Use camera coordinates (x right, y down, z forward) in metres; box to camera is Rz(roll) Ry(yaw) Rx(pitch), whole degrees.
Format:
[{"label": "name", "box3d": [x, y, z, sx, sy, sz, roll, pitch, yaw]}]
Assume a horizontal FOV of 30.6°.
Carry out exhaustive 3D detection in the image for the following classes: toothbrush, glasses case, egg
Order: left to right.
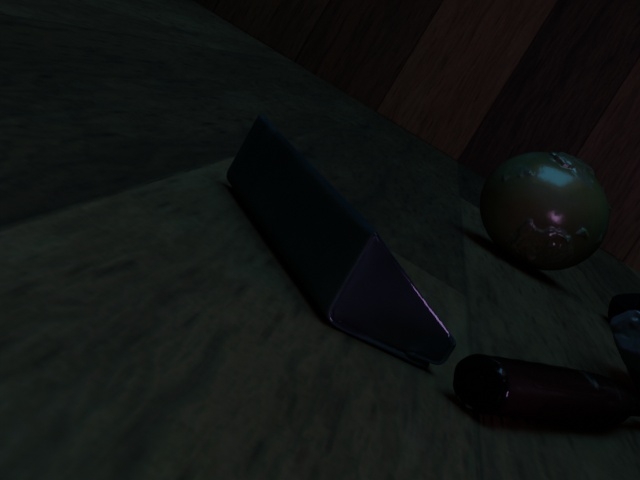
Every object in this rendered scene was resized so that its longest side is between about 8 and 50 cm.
[{"label": "glasses case", "box3d": [0.000, 0.000, 0.810, 0.105, 0.056, 0.266, 54, -1, -27]}, {"label": "egg", "box3d": [0.299, -0.039, 1.574, 0.201, 0.164, 0.164, 19, 15, -43]}, {"label": "toothbrush", "box3d": [0.188, 0.112, 0.821, 0.041, 0.041, 0.364, 38, 12, 33]}]

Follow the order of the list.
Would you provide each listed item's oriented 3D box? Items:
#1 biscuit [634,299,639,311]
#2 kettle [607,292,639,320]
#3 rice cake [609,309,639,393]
[{"label": "biscuit", "box3d": [0.435, 0.138, 1.080, 0.318, 0.040, 0.318, 31, -17, 10]}, {"label": "kettle", "box3d": [0.530, 0.134, 1.446, 0.308, 0.262, 0.203, -106, 172, -80]}, {"label": "rice cake", "box3d": [0.393, 0.136, 0.997, 0.298, 0.050, 0.106, 17, -23, 37]}]
